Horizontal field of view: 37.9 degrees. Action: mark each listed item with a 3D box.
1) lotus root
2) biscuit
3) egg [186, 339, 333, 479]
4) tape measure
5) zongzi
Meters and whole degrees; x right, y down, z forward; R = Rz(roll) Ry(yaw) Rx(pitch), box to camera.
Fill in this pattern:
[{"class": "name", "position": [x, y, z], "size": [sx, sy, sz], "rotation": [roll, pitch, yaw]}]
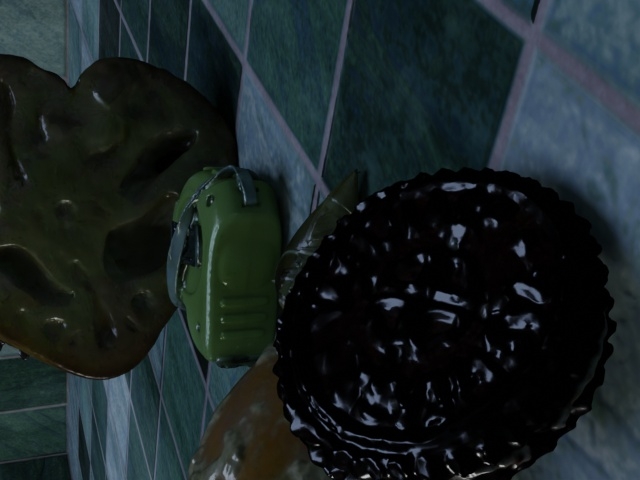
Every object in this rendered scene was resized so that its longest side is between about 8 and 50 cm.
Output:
[{"class": "lotus root", "position": [-0.281, -0.028, 1.060], "size": [0.111, 0.390, 0.375], "rotation": [179, 77, -70]}, {"class": "biscuit", "position": [0.060, 0.045, 0.495], "size": [0.053, 0.194, 0.194], "rotation": [48, -169, -44]}, {"class": "egg", "position": [0.012, 0.173, 0.591], "size": [0.203, 0.203, 0.245], "rotation": [128, 145, -60]}, {"class": "tape measure", "position": [-0.105, 0.011, 0.983], "size": [0.175, 0.106, 0.200], "rotation": [-148, 58, -61]}, {"class": "zongzi", "position": [0.000, 0.000, 0.817], "size": [0.154, 0.062, 0.130], "rotation": [-152, 80, -83]}]
